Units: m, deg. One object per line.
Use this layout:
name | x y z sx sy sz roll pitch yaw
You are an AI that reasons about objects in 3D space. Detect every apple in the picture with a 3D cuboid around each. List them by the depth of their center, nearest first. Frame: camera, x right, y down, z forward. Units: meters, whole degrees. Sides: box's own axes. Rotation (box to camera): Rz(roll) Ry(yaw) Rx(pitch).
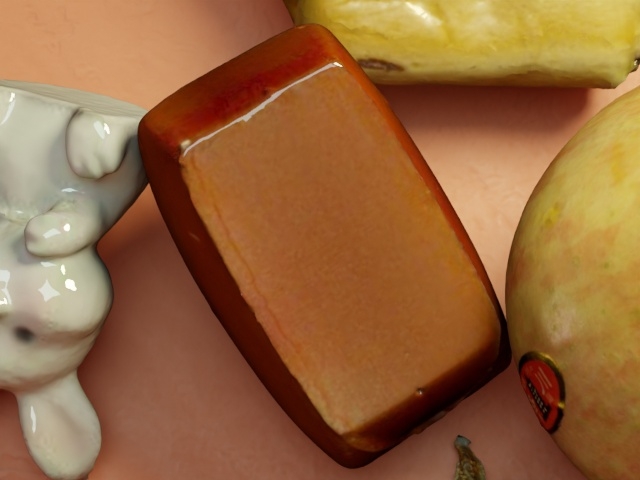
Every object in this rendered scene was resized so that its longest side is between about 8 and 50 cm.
apple | 0.358 0.039 1.608 0.391 0.346 0.391 14 65 -32

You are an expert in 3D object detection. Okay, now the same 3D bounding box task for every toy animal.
toy animal | -0.265 0.033 1.756 0.196 0.241 0.368 13 87 19

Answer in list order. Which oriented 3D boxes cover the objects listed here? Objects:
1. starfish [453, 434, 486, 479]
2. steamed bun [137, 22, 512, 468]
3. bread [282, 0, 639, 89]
starfish | 0.130 0.259 1.649 0.301 0.293 0.084 -4 111 -33
steamed bun | 0.000 0.000 1.711 0.235 0.248 0.379 -32 103 -3
bread | 0.123 -0.333 1.791 0.394 0.250 0.361 1 114 5
